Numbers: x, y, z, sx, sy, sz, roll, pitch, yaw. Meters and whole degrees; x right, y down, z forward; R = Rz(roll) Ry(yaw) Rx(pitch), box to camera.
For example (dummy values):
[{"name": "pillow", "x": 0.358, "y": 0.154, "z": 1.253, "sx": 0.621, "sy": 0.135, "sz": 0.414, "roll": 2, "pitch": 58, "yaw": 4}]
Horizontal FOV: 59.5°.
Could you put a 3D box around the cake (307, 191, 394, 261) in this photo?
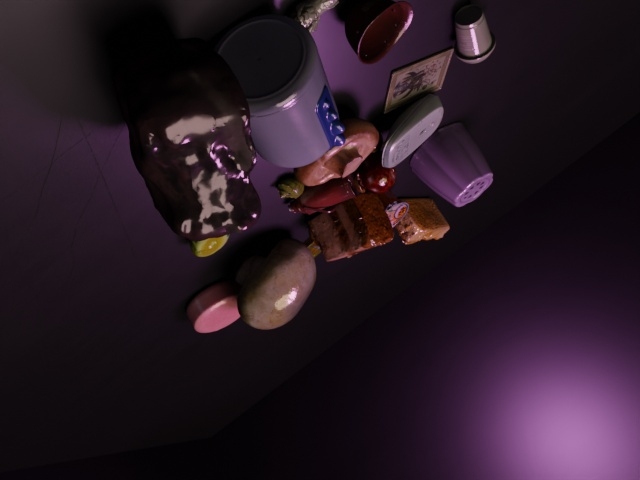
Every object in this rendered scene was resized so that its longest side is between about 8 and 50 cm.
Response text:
[{"name": "cake", "x": 0.090, "y": -0.032, "z": 2.015, "sx": 0.293, "sy": 0.199, "sz": 0.196, "roll": -26, "pitch": 177, "yaw": 33}]

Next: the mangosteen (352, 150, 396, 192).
[{"name": "mangosteen", "x": 0.166, "y": -0.235, "z": 1.908, "sx": 0.156, "sy": 0.181, "sz": 0.146, "roll": -12, "pitch": 107, "yaw": -68}]

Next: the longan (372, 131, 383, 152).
[{"name": "longan", "x": 0.169, "y": -0.323, "z": 1.812, "sx": 0.075, "sy": 0.075, "sz": 0.083, "roll": 118, "pitch": -6, "yaw": -46}]

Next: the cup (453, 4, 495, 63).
[{"name": "cup", "x": 0.429, "y": -0.588, "z": 1.594, "sx": 0.120, "sy": 0.120, "sz": 0.141, "roll": -37, "pitch": 145, "yaw": 6}]

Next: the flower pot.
[{"name": "flower pot", "x": 0.517, "y": -0.275, "z": 2.129, "sx": 0.265, "sy": 0.243, "sz": 0.265, "roll": -31, "pitch": 156, "yaw": -15}]

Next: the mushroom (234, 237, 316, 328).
[{"name": "mushroom", "x": -0.164, "y": 0.154, "z": 2.029, "sx": 0.352, "sy": 0.260, "sz": 0.352, "roll": -56, "pitch": 170, "yaw": -16}]

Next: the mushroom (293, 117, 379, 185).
[{"name": "mushroom", "x": 0.049, "y": -0.261, "z": 1.667, "sx": 0.278, "sy": 0.146, "sz": 0.278, "roll": -30, "pitch": 167, "yaw": -8}]

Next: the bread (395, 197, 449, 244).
[{"name": "bread", "x": 0.423, "y": -0.087, "z": 2.430, "sx": 0.274, "sy": 0.185, "sz": 0.114, "roll": -8, "pitch": 151, "yaw": -46}]

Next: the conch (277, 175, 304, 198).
[{"name": "conch", "x": -0.089, "y": -0.170, "z": 1.775, "sx": 0.121, "sy": 0.074, "sz": 0.089, "roll": -47, "pitch": 179, "yaw": -26}]

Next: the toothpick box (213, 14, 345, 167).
[{"name": "toothpick box", "x": -0.074, "y": -0.306, "z": 1.284, "sx": 0.263, "sy": 0.263, "sz": 0.355, "roll": -34, "pitch": 158, "yaw": 0}]

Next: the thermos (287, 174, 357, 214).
[{"name": "thermos", "x": -0.003, "y": -0.150, "z": 1.840, "sx": 0.232, "sy": 0.099, "sz": 0.124, "roll": -19, "pitch": 120, "yaw": 16}]

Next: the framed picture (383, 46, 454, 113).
[{"name": "framed picture", "x": 0.299, "y": -0.490, "z": 1.721, "sx": 0.231, "sy": 0.010, "sz": 0.173, "roll": -27, "pitch": 155, "yaw": -16}]

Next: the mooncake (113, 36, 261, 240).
[{"name": "mooncake", "x": -0.267, "y": -0.195, "z": 1.107, "sx": 0.212, "sy": 0.350, "sz": 0.381, "roll": -21, "pitch": 126, "yaw": -15}]

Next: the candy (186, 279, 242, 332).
[{"name": "candy", "x": -0.387, "y": 0.255, "z": 2.130, "sx": 0.255, "sy": 0.094, "sz": 0.255, "roll": -29, "pitch": 156, "yaw": -14}]

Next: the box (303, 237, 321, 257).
[{"name": "box", "x": 0.000, "y": 0.000, "z": 2.234, "sx": 0.193, "sy": 0.030, "sz": 0.121, "roll": -41, "pitch": 156, "yaw": 15}]

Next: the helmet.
[{"name": "helmet", "x": 0.125, "y": -0.518, "z": 1.326, "sx": 0.175, "sy": 0.106, "sz": 0.155, "roll": -38, "pitch": 159, "yaw": -6}]

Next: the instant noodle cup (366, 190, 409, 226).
[{"name": "instant noodle cup", "x": 0.235, "y": -0.129, "z": 2.174, "sx": 0.177, "sy": 0.126, "sz": 0.208, "roll": -24, "pitch": 154, "yaw": -25}]

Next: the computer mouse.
[{"name": "computer mouse", "x": 0.283, "y": -0.362, "z": 1.810, "sx": 0.288, "sy": 0.097, "sz": 0.159, "roll": -41, "pitch": 159, "yaw": -15}]

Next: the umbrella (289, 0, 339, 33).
[{"name": "umbrella", "x": -0.018, "y": -0.502, "z": 1.229, "sx": 0.143, "sy": 0.067, "sz": 0.062, "roll": -45, "pitch": -176, "yaw": 9}]

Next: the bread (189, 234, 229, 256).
[{"name": "bread", "x": -0.344, "y": -0.011, "z": 1.714, "sx": 0.130, "sy": 0.071, "sz": 0.139, "roll": -28, "pitch": 157, "yaw": -7}]
